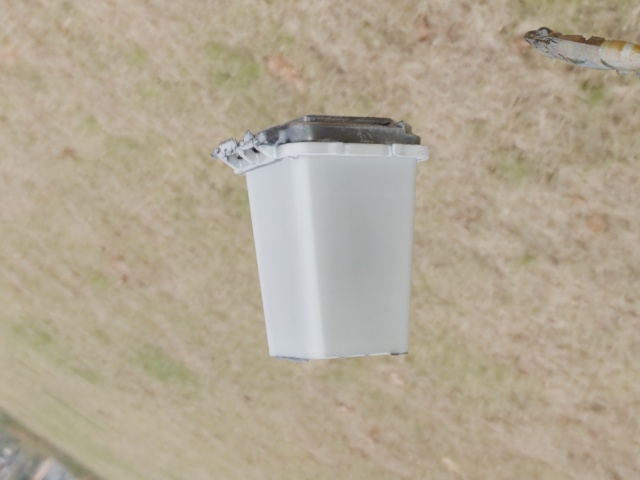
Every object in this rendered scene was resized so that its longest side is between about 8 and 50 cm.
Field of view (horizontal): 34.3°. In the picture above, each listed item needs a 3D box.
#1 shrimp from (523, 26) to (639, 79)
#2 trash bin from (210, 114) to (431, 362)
[{"bbox_3d":[0.335,-0.196,1.184,0.195,0.035,0.148,22,-178,38],"label":"shrimp"},{"bbox_3d":[0.000,0.000,1.605,0.296,0.368,0.256,-1,177,-28],"label":"trash bin"}]
